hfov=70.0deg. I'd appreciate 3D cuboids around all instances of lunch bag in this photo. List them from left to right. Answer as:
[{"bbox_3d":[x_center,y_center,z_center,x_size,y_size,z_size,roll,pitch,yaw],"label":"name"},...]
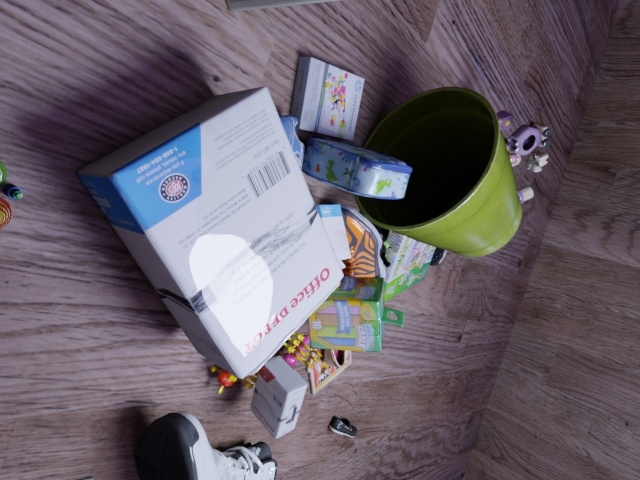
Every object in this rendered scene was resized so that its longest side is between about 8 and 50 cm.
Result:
[{"bbox_3d":[0.077,-0.158,0.999,0.176,0.219,0.090,0,111,-48],"label":"lunch bag"}]

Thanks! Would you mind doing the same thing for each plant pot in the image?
[{"bbox_3d":[0.332,-0.127,1.157,0.353,0.366,0.367,30,81,-43],"label":"plant pot"}]

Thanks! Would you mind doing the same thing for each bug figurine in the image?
[{"bbox_3d":[-0.113,0.286,1.055,0.216,0.072,0.279,-47,141,-9],"label":"bug figurine"}]

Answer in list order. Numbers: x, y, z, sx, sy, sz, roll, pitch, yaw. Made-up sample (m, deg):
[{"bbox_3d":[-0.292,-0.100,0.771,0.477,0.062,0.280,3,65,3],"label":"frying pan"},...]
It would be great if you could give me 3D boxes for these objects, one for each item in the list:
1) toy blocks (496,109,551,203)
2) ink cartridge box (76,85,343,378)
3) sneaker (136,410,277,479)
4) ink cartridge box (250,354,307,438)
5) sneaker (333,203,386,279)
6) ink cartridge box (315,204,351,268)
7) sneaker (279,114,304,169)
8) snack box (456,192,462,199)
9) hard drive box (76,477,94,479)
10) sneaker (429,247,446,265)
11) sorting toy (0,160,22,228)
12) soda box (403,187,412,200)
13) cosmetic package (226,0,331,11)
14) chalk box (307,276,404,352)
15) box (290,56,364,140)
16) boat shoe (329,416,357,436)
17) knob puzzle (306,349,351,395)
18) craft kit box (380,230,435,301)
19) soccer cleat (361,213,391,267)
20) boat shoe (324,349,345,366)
[{"bbox_3d":[0.462,-0.226,1.376,0.259,0.309,0.289,-22,127,-11],"label":"toy blocks"},{"bbox_3d":[-0.158,-0.013,0.786,0.285,0.166,0.395,-42,124,-31],"label":"ink cartridge box"},{"bbox_3d":[-0.224,0.474,0.979,0.257,0.169,0.448,-35,138,-47],"label":"sneaker"},{"bbox_3d":[-0.090,0.332,0.973,0.056,0.099,0.135,-11,127,-43],"label":"ink cartridge box"},{"bbox_3d":[0.070,0.068,1.154,0.180,0.124,0.321,-51,137,-24],"label":"sneaker"},{"bbox_3d":[0.000,0.000,1.022,0.089,0.092,0.143,-6,82,-57],"label":"ink cartridge box"},{"bbox_3d":[-0.062,-0.156,0.946,0.081,0.080,0.211,-34,129,-33],"label":"sneaker"},{"bbox_3d":[0.405,-0.076,1.424,0.064,0.178,0.022,22,50,-12],"label":"snack box"},{"bbox_3d":[-0.430,0.465,0.687,0.232,0.181,0.089,21,89,-50],"label":"hard drive box"},{"bbox_3d":[0.418,-0.025,1.555,0.097,0.084,0.235,7,99,-51],"label":"sneaker"},{"bbox_3d":[-0.423,-0.060,0.594,0.061,0.042,0.102,-16,116,-45],"label":"sorting toy"},{"bbox_3d":[0.246,-0.137,1.326,0.181,0.061,0.058,-52,137,-22],"label":"soda box"},{"bbox_3d":[-0.031,-0.450,0.686,0.113,0.309,0.160,-41,133,-31],"label":"cosmetic package"},{"bbox_3d":[0.086,0.166,1.057,0.132,0.212,0.132,-60,148,-68],"label":"chalk box"},{"bbox_3d":[0.017,-0.307,1.012,0.186,0.038,0.145,-2,106,-50],"label":"box"},{"bbox_3d":[0.080,0.582,1.430,0.133,0.049,0.042,38,84,-45],"label":"boat shoe"},{"bbox_3d":[0.035,0.318,1.288,0.213,0.030,0.213,-21,120,-43],"label":"knob puzzle"},{"bbox_3d":[0.267,0.044,1.385,0.246,0.061,0.250,-19,134,-41],"label":"craft kit box"},{"bbox_3d":[0.155,-0.006,1.256,0.060,0.072,0.179,-32,117,-39],"label":"soccer cleat"},{"bbox_3d":[0.046,0.257,1.228,0.062,0.059,0.170,-8,100,-36],"label":"boat shoe"}]
